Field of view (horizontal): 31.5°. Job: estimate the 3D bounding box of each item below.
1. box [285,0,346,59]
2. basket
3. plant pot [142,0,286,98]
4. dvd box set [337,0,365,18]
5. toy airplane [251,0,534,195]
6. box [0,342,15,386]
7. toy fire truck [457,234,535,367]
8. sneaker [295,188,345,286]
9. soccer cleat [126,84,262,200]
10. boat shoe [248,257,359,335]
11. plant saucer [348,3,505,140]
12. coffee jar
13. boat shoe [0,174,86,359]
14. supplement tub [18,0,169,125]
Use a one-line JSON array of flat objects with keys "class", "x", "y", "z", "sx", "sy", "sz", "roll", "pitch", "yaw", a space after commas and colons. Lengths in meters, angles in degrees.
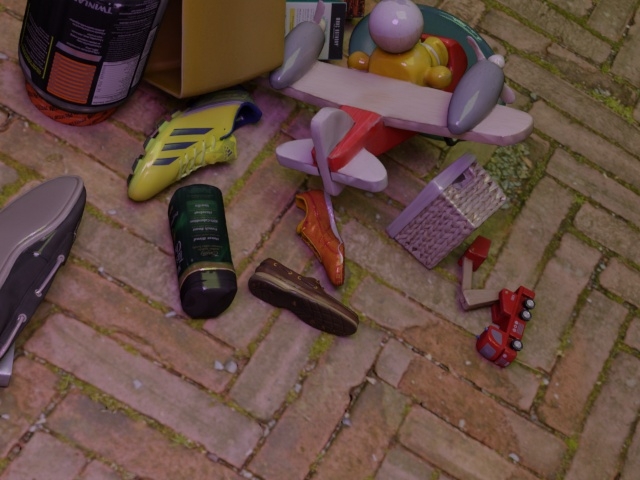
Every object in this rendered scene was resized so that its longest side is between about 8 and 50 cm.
[{"class": "box", "x": -0.078, "y": -0.360, "z": 1.933, "sx": 0.244, "sy": 0.101, "sz": 0.060, "roll": -5, "pitch": 20, "yaw": -27}, {"class": "basket", "x": 0.203, "y": -0.044, "z": 1.813, "sx": 0.103, "sy": 0.167, "sz": 0.113, "roll": 47, "pitch": 53, "yaw": 5}, {"class": "plant pot", "x": -0.167, "y": -0.345, "z": 1.752, "sx": 0.187, "sy": 0.212, "sz": 0.212, "roll": -6, "pitch": 20, "yaw": -28}, {"class": "dvd box set", "x": -0.057, "y": -0.588, "z": 1.943, "sx": 0.307, "sy": 0.420, "sz": 0.062, "roll": -8, "pitch": 20, "yaw": -28}, {"class": "toy airplane", "x": 0.094, "y": -0.239, "z": 1.763, "sx": 0.386, "sy": 0.272, "sz": 0.384, "roll": -3, "pitch": 29, "yaw": -11}, {"class": "box", "x": -0.494, "y": 0.111, "z": 1.488, "sx": 0.186, "sy": 0.038, "sz": 0.145, "roll": 10, "pitch": 54, "yaw": -19}, {"class": "toy fire truck", "x": 0.272, "y": 0.097, "z": 1.822, "sx": 0.135, "sy": 0.047, "sz": 0.192, "roll": 28, "pitch": 53, "yaw": -3}, {"class": "sneaker", "x": 0.000, "y": 0.000, "z": 1.772, "sx": 0.067, "sy": 0.064, "sz": 0.175, "roll": -12, "pitch": 57, "yaw": -7}, {"class": "soccer cleat", "x": -0.190, "y": -0.150, "z": 1.759, "sx": 0.121, "sy": 0.093, "sz": 0.289, "roll": 39, "pitch": 52, "yaw": -3}, {"class": "boat shoe", "x": -0.018, "y": 0.081, "z": 1.697, "sx": 0.178, "sy": 0.064, "sz": 0.060, "roll": 27, "pitch": 54, "yaw": -1}, {"class": "plant saucer", "x": 0.206, "y": -0.321, "z": 2.076, "sx": 0.317, "sy": 0.044, "sz": 0.318, "roll": 12, "pitch": 54, "yaw": -17}, {"class": "coffee jar", "x": -0.172, "y": 0.016, "z": 1.652, "sx": 0.079, "sy": 0.096, "sz": 0.184, "roll": -1, "pitch": 58, "yaw": -20}, {"class": "boat shoe", "x": -0.406, "y": 0.044, "z": 1.504, "sx": 0.112, "sy": 0.095, "sz": 0.335, "roll": 4, "pitch": 42, "yaw": 23}, {"class": "supplement tub", "x": -0.335, "y": -0.322, "z": 1.666, "sx": 0.193, "sy": 0.316, "sz": 0.194, "roll": 12, "pitch": 54, "yaw": -17}]
